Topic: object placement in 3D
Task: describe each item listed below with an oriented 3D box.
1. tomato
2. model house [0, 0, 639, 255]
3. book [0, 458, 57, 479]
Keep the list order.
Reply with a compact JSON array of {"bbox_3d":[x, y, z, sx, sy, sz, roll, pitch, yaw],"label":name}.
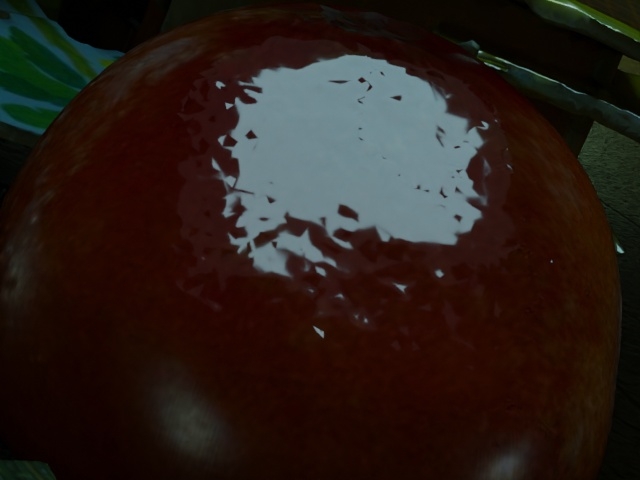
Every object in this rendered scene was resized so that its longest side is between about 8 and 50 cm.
[{"bbox_3d":[0.000,0.000,0.620,0.200,0.139,0.233,13,15,-1],"label":"tomato"},{"bbox_3d":[0.007,-0.106,0.847,0.358,0.242,0.313,9,21,-38],"label":"model house"},{"bbox_3d":[-0.125,0.082,0.380,0.228,0.024,0.160,10,19,-35],"label":"book"}]
